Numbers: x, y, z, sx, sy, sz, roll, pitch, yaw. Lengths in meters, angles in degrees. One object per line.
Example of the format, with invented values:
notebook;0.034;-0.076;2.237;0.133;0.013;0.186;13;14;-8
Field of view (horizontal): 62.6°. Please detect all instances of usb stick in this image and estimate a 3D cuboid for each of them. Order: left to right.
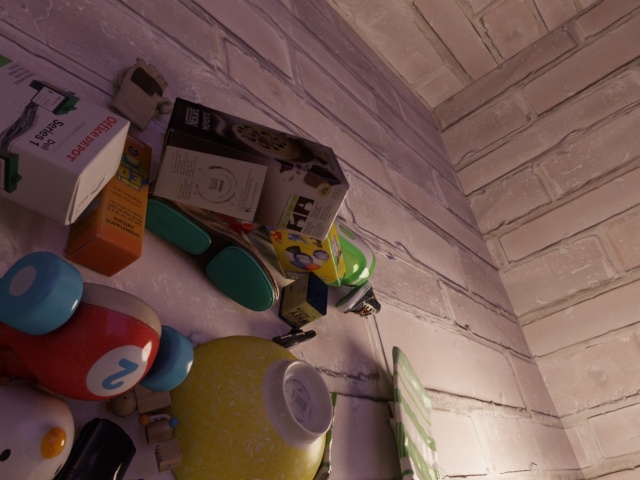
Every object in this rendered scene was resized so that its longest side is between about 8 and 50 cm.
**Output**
usb stick;-0.274;0.312;0.540;0.077;0.045;0.278;58;25;-26

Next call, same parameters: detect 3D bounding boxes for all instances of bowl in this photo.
bowl;-0.076;0.263;0.803;0.289;0.156;0.289;41;33;-34

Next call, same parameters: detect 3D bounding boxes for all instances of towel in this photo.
towel;0.008;0.356;0.910;0.023;0.113;0.152;18;37;-3
towel;0.225;0.442;1.207;0.248;0.038;0.325;58;23;-34

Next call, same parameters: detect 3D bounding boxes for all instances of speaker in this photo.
speaker;0.000;0.000;1.224;0.296;0.131;0.131;36;35;-38

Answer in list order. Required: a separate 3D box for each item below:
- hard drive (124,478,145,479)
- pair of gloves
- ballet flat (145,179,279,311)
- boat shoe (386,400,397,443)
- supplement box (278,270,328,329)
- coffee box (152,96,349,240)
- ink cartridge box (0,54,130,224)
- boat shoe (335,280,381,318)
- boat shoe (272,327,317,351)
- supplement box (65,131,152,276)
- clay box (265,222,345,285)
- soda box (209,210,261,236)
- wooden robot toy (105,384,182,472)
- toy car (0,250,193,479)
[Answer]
hard drive;-0.216;0.421;0.479;0.210;0.040;0.319;69;24;-17
pair of gloves;-0.302;-0.242;1.049;0.240;0.042;0.204;37;34;-35
ballet flat;-0.186;0.000;0.942;0.316;0.107;0.106;46;22;-27
boat shoe;0.168;0.416;1.205;0.035;0.035;0.100;13;51;-19
supplement box;-0.034;0.124;1.089;0.056;0.083;0.083;44;31;-28
coffee box;-0.119;-0.122;0.902;0.297;0.119;0.168;15;28;-20
ink cartridge box;-0.383;-0.138;0.676;0.219;0.092;0.160;26;36;-13
boat shoe;0.103;0.161;1.306;0.083;0.065;0.183;59;26;1
boat shoe;-0.051;0.192;1.041;0.125;0.046;0.038;-14;80;-54
supplement box;-0.318;-0.066;0.807;0.078;0.080;0.233;35;34;-44
clay box;-0.024;0.024;1.086;0.222;0.127;0.053;75;28;-49
soda box;-0.155;-0.127;1.125;0.083;0.092;0.263;45;30;-30
wooden robot toy;-0.238;0.219;0.689;0.079;0.076;0.173;-7;63;-29
toy car;-0.279;0.168;0.525;0.219;0.210;0.238;52;39;-51
